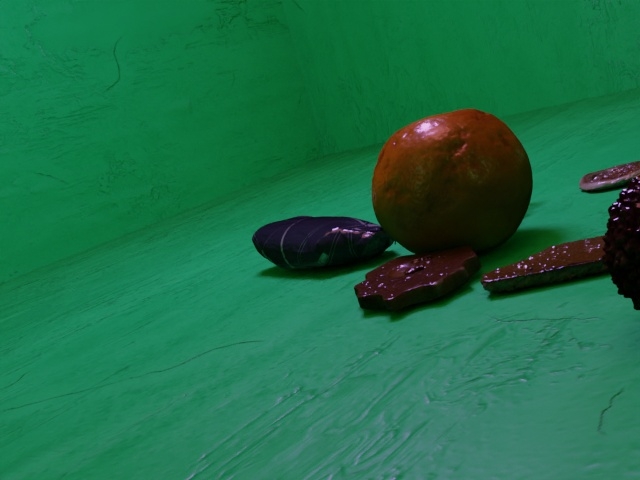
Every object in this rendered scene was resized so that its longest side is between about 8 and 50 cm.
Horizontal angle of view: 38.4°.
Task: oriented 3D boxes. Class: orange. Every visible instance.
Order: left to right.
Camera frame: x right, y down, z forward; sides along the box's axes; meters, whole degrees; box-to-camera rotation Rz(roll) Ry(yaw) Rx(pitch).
[{"bbox_3d":[0.212,-0.089,1.487,0.261,0.261,0.261,-15,10,3],"label":"orange"}]

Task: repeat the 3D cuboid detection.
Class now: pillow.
[{"bbox_3d":[0.000,0.000,1.733,0.162,0.092,0.335,-18,10,-32],"label":"pillow"}]

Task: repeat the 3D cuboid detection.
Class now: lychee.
[{"bbox_3d":[0.366,0.005,0.900,0.188,0.188,0.188,-15,10,3],"label":"lychee"}]

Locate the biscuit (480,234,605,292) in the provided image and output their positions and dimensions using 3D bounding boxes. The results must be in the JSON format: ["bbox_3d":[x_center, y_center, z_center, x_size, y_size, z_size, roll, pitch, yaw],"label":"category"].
[{"bbox_3d":[0.336,0.027,1.234,0.237,0.026,0.131,-14,8,16],"label":"biscuit"}]

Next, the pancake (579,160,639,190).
[{"bbox_3d":[0.557,-0.121,1.719,0.152,0.025,0.151,-15,8,2],"label":"pancake"}]

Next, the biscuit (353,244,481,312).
[{"bbox_3d":[0.136,0.062,1.333,0.182,0.034,0.215,-12,13,28],"label":"biscuit"}]
